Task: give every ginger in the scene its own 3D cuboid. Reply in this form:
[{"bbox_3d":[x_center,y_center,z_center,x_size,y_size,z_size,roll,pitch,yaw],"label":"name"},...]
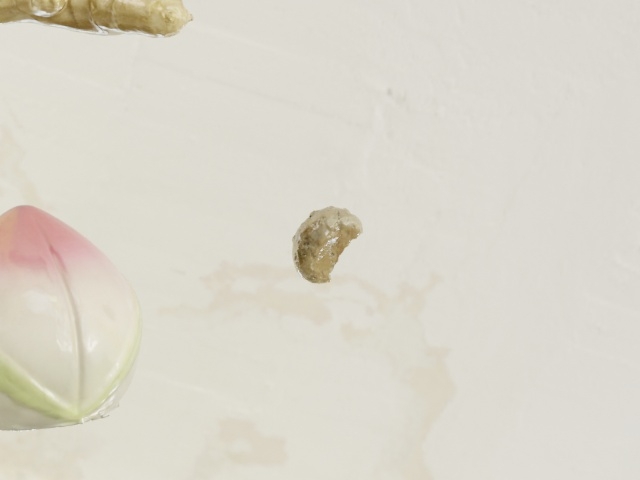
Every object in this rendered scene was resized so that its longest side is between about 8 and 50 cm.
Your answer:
[{"bbox_3d":[-0.320,-0.292,1.443,0.333,0.148,0.081,2,-66,0],"label":"ginger"}]

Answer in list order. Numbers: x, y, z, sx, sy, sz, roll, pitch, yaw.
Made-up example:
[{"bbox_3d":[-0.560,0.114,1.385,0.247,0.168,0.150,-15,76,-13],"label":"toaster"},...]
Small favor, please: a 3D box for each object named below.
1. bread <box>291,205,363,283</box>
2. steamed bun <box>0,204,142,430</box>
[{"bbox_3d":[0.000,0.000,1.577,0.082,0.060,0.113,29,-80,-44],"label":"bread"},{"bbox_3d":[-0.393,0.094,1.573,0.309,0.309,0.309,6,-42,6],"label":"steamed bun"}]
